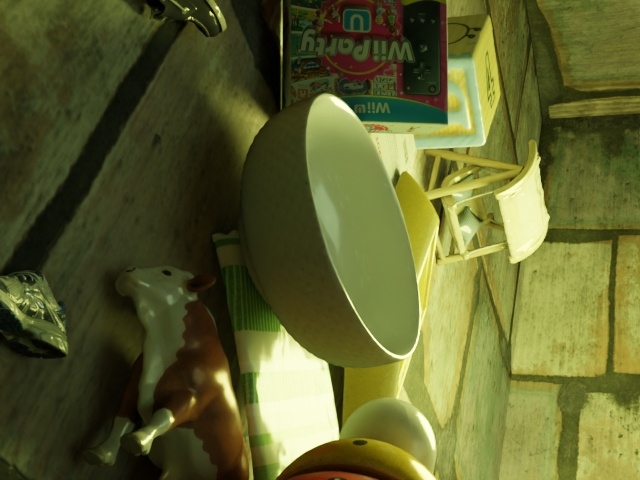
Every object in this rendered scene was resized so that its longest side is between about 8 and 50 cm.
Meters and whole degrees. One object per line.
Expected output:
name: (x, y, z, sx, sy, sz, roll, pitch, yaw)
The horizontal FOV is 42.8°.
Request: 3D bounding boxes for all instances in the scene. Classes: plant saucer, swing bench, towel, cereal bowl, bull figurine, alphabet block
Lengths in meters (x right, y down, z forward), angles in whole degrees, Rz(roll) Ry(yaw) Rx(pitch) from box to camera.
plant saucer: (0.122, 0.111, 1.344, 0.333, 0.080, 0.333, 89, 19, -44)
swing bench: (0.372, -0.078, 1.835, 0.253, 0.254, 0.165, 62, 35, -47)
towel: (-0.048, 0.157, 1.031, 0.248, 0.038, 0.325, 19, 60, -66)
cereal bowl: (0.000, 0.000, 1.001, 0.339, 0.141, 0.339, 51, 29, -43)
bull figurine: (-0.143, 0.178, 0.808, 0.188, 0.101, 0.310, -54, 138, -49)
alphabet block: (0.239, -0.312, 1.609, 0.197, 0.192, 0.193, -64, 148, -48)

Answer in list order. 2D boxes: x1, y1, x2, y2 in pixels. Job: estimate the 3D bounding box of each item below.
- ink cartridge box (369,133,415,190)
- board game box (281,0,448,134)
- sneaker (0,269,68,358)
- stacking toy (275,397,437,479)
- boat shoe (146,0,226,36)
ink cartridge box: (0.082, -0.160, 1.353, 0.219, 0.092, 0.160, -61, 145, -48)
board game box: (0.060, -0.304, 1.129, 0.097, 0.223, 0.304, 176, -86, -79)
sneaker: (-0.245, 0.046, 0.645, 0.135, 0.052, 0.058, 65, 22, -58)
stacking toy: (0.025, 0.319, 0.821, 0.480, 0.350, 0.351, -60, 143, -63)
boat shoe: (-0.164, -0.263, 0.841, 0.065, 0.075, 0.206, -44, 157, 1)
